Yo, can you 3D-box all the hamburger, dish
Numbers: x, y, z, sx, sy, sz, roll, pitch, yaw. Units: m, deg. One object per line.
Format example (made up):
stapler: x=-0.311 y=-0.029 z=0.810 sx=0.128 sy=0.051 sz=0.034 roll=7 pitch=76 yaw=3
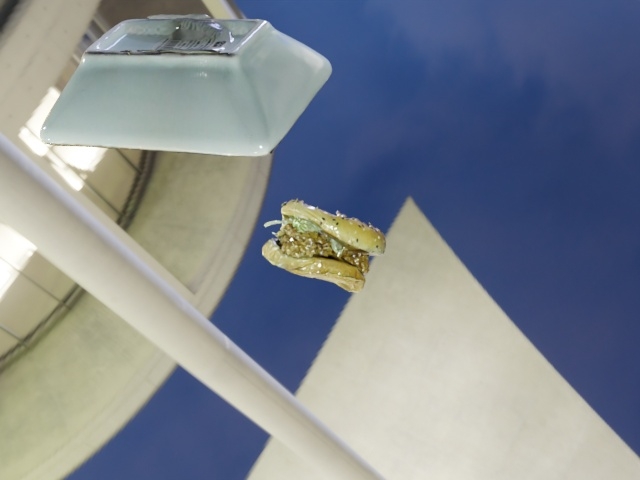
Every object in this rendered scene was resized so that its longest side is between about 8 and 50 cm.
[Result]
hamburger: x=0.000 y=0.000 z=1.328 sx=0.185 sy=0.177 sz=0.113 roll=26 pitch=-83 yaw=17
dish: x=-0.130 y=-0.160 z=0.835 sx=0.243 sy=0.080 sz=0.182 roll=6 pitch=-144 yaw=19
